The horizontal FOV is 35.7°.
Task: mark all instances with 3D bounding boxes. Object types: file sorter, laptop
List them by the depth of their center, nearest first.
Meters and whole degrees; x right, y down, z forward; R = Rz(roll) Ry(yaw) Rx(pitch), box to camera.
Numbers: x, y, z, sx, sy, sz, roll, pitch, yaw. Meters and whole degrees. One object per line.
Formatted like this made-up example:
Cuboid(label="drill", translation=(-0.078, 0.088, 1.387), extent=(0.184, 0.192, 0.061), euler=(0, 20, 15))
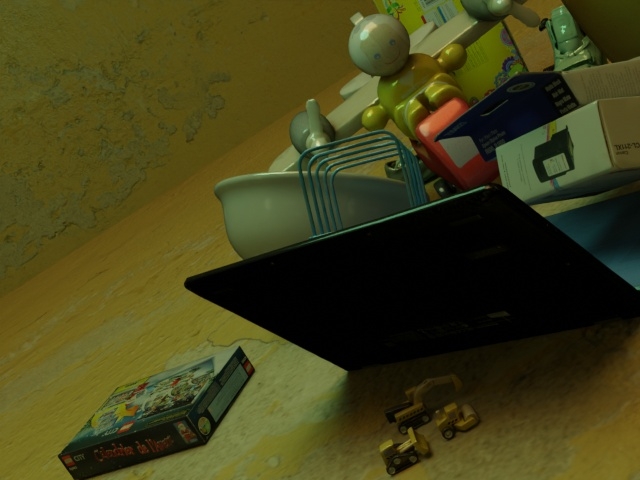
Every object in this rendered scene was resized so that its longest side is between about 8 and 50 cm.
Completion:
Cuboid(label="laptop", translation=(0.145, -0.012, 1.061), extent=(0.382, 0.408, 0.236), euler=(-18, 54, 40))
Cuboid(label="file sorter", translation=(0.054, -0.050, 1.093), extent=(0.118, 0.104, 0.170), euler=(-13, -6, 12))

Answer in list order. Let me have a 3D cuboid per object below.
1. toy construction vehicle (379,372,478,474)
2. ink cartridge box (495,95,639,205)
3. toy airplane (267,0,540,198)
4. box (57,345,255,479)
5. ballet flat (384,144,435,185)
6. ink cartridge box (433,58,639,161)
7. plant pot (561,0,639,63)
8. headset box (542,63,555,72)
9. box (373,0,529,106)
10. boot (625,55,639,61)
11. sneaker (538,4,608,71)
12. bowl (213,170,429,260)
Cuboid(label="toy construction vehicle", translation=(0.095, 0.168, 0.939), extent=(0.098, 0.035, 0.086), euler=(-29, 16, 7))
Cuboid(label="ink cartridge box", translation=(0.290, -0.093, 1.040), extent=(0.127, 0.072, 0.175), euler=(-8, -8, -26))
Cuboid(label="toy airplane", translation=(0.123, -0.244, 1.458), extent=(0.384, 0.272, 0.386), euler=(2, 62, 36))
Cuboid(label="box", translation=(-0.216, 0.227, 1.311), extent=(0.233, 0.044, 0.159), euler=(-21, 18, 30))
Cuboid(label="ballet flat", translation=(0.206, -0.152, 1.667), extent=(0.213, 0.068, 0.072), euler=(-27, 16, 11))
Cuboid(label="ink cartridge box", translation=(0.270, -0.142, 1.109), extent=(0.224, 0.045, 0.223), euler=(-10, -9, -18))
Cuboid(label="plant pot", translation=(0.525, -0.361, 1.503), extent=(0.212, 0.187, 0.212), euler=(-17, 21, 42))
Cuboid(label="headset box", translation=(0.428, -0.295, 1.768), extent=(0.062, 0.032, 0.083), euler=(-22, 17, 27))
Cuboid(label="box", translation=(0.236, -0.367, 1.756), extent=(0.177, 0.290, 0.279), euler=(-27, 0, 15))
Cuboid(label="boot", translation=(0.381, -0.192, 1.409), extent=(0.258, 0.095, 0.123), euler=(-23, 10, 22))
Cuboid(label="sneaker", translation=(0.396, -0.292, 1.596), extent=(0.094, 0.151, 0.256), euler=(-20, 20, 28))
Cuboid(label="bowl", translation=(0.000, 0.000, 1.349), extent=(0.298, 0.134, 0.298), euler=(2, -9, 0))
